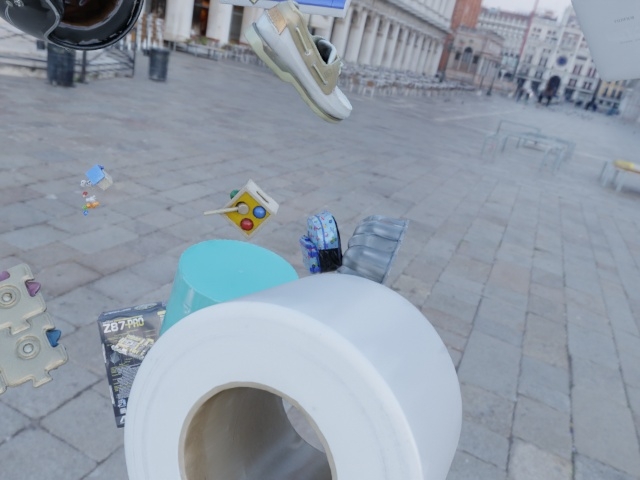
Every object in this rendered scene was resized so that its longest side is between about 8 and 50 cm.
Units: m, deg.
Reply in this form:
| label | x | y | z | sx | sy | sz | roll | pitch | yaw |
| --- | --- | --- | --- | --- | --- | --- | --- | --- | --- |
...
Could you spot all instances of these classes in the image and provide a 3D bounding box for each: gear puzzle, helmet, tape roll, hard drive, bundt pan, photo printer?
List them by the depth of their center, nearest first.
| label | x | y | z | sx | sy | sz | roll | pitch | yaw |
| --- | --- | --- | --- | --- | --- | --- | --- | --- | --- |
| tape roll | -0.015 | 0.158 | 0.442 | 0.246 | 0.246 | 0.169 | 21 | 11 | 21 |
| helmet | -0.254 | -0.270 | 0.493 | 0.169 | 0.170 | 0.161 | 6 | -3 | -17 |
| gear puzzle | -0.516 | 0.172 | 0.672 | 0.338 | 0.044 | 0.176 | -25 | 77 | -23 |
| photo printer | 0.738 | -0.531 | 1.212 | 0.107 | 0.308 | 0.256 | -46 | 28 | -16 |
| hard drive | -0.073 | -0.651 | 1.319 | 0.318 | 0.040 | 0.210 | 11 | 55 | 10 |
| bundt pan | 0.111 | 0.081 | 1.339 | 0.124 | 0.331 | 0.331 | 21 | 21 | 7 |

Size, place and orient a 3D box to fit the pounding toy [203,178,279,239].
| label | x | y | z | sx | sy | sz | roll | pitch | yaw |
| --- | --- | --- | --- | --- | --- | --- | --- | --- | --- |
| pounding toy | -0.209 | -0.082 | 1.392 | 0.141 | 0.130 | 0.100 | 43 | 19 | -14 |

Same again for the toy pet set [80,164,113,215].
| label | x | y | z | sx | sy | sz | roll | pitch | yaw |
| --- | --- | --- | --- | --- | --- | --- | --- | --- | --- |
| toy pet set | -0.646 | -0.153 | 1.464 | 0.065 | 0.114 | 0.122 | 49 | 5 | -42 |

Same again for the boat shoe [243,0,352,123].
| label | x | y | z | sx | sy | sz | roll | pitch | yaw |
| --- | --- | --- | --- | --- | --- | --- | --- | --- | --- |
| boat shoe | -0.009 | -0.322 | 0.979 | 0.302 | 0.103 | 0.113 | 26 | 32 | -56 |

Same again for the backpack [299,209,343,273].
| label | x | y | z | sx | sy | sz | roll | pitch | yaw |
| --- | --- | --- | --- | --- | --- | --- | --- | --- | --- |
| backpack | 0.000 | 0.000 | 1.585 | 0.116 | 0.174 | 0.158 | -11 | 18 | -12 |

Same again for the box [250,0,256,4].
| label | x | y | z | sx | sy | sz | roll | pitch | yaw |
| --- | --- | --- | --- | --- | --- | --- | --- | --- | --- |
| box | -0.178 | -0.574 | 1.073 | 0.169 | 0.059 | 0.054 | 44 | 7 | -18 |

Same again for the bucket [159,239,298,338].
| label | x | y | z | sx | sy | sz | roll | pitch | yaw |
| --- | --- | --- | --- | --- | --- | --- | --- | --- | --- |
| bucket | -0.177 | 0.134 | 1.056 | 0.280 | 0.183 | 0.281 | 14 | 27 | -7 |

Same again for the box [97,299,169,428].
| label | x | y | z | sx | sy | sz | roll | pitch | yaw |
| --- | --- | --- | --- | --- | --- | --- | --- | --- | --- |
| box | -0.407 | 0.329 | 1.501 | 0.394 | 0.319 | 0.097 | -10 | 9 | -17 |
